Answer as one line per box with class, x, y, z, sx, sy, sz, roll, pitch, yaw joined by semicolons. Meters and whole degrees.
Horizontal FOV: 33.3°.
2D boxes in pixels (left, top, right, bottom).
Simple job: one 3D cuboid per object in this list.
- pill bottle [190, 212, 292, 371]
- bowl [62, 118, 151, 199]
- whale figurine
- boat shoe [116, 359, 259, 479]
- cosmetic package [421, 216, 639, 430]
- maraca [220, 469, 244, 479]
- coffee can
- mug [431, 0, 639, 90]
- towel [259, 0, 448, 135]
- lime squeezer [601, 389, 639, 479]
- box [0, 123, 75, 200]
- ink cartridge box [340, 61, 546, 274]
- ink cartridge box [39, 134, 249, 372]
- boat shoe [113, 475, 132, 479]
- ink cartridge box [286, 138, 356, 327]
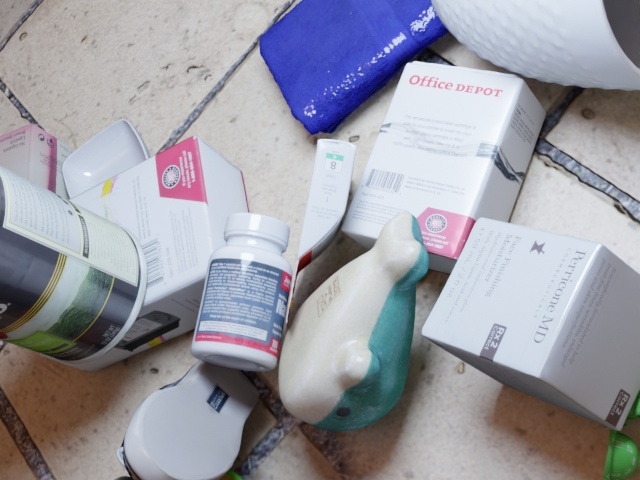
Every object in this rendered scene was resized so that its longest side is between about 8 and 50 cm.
pill bottle;-0.091;0.063;1.318;0.108;0.108;0.180;0;72;32
bowl;-0.318;-0.100;1.651;0.142;0.053;0.142;-35;54;9
whale figurine;0.061;0.103;1.245;0.272;0.141;0.216;-57;17;21
boat shoe;-0.181;0.249;1.273;0.127;0.340;0.158;46;104;3
cosmetic package;0.240;0.084;1.134;0.183;0.151;0.151;15;76;55
maraca;-0.114;0.359;1.292;0.127;0.099;0.186;-47;60;19
coffee can;-0.379;0.025;1.334;0.201;0.275;0.201;-12;66;28
mug;0.264;-0.353;1.211;0.276;0.374;0.328;-45;31;-19
towel;0.069;-0.302;1.501;0.308;0.076;0.227;-37;47;13
lime squeezer;0.342;0.220;1.112;0.110;0.059;0.310;44;94;7
box;-0.467;-0.039;1.673;0.148;0.127;0.232;-18;60;24
ink cartridge box;0.154;-0.087;1.326;0.172;0.100;0.237;15;78;36
ink cartridge box;-0.250;0.024;1.508;0.306;0.131;0.226;-25;59;22
boat shoe;-0.251;0.454;1.338;0.104;0.111;0.307;-33;46;20
ink cartridge box;0.000;0.000;1.343;0.056;0.181;0.225;9;84;0
